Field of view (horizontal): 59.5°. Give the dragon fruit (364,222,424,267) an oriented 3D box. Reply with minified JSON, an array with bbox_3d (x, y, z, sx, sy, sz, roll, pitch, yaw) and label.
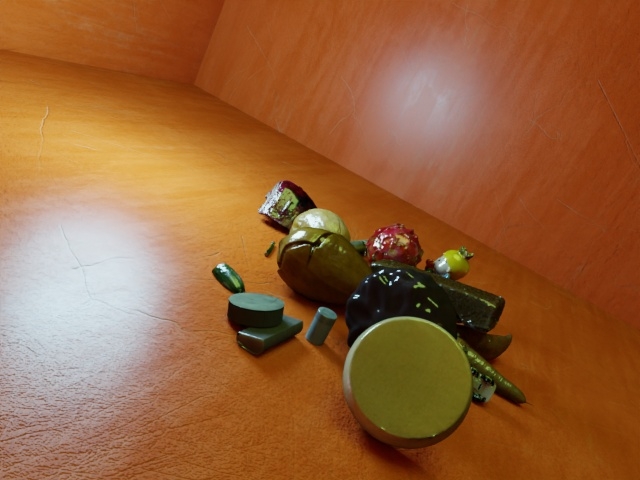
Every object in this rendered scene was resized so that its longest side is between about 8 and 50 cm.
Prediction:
[{"bbox_3d":[0.268,0.040,2.067,0.205,0.209,0.268,21,-13,-1],"label":"dragon fruit"}]

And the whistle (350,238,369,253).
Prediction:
[{"bbox_3d":[0.127,0.029,2.129,0.068,0.057,0.326,-16,-5,31],"label":"whistle"}]

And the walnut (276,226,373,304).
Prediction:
[{"bbox_3d":[0.030,0.086,1.620,0.337,0.208,0.209,30,17,-13],"label":"walnut"}]

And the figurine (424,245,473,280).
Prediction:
[{"bbox_3d":[0.438,0.105,2.050,0.127,0.234,0.185,0,31,-46],"label":"figurine"}]

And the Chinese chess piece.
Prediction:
[{"bbox_3d":[0.181,0.291,1.161,0.273,0.273,0.102,31,-21,14],"label":"Chinese chess piece"}]

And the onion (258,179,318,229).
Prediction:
[{"bbox_3d":[-0.082,-0.125,2.140,0.280,0.146,0.314,27,13,-10],"label":"onion"}]

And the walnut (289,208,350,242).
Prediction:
[{"bbox_3d":[0.000,0.000,1.807,0.196,0.195,0.221,15,21,-32],"label":"walnut"}]

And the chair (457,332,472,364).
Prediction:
[{"bbox_3d":[0.299,0.294,1.533,0.222,0.095,0.104,10,-19,-28],"label":"chair"}]

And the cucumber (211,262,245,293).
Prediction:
[{"bbox_3d":[-0.233,0.100,1.478,0.067,0.035,0.107,5,29,-51],"label":"cucumber"}]

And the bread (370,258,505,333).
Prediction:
[{"bbox_3d":[0.349,0.165,1.739,0.417,0.113,0.165,20,8,28],"label":"bread"}]

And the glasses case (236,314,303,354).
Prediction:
[{"bbox_3d":[-0.115,0.214,1.305,0.072,0.042,0.191,22,15,23],"label":"glasses case"}]

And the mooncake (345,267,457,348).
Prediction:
[{"bbox_3d":[0.185,0.205,1.361,0.283,0.282,0.141,38,21,33],"label":"mooncake"}]

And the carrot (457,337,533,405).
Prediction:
[{"bbox_3d":[0.484,0.385,1.609,0.298,0.078,0.078,36,20,16],"label":"carrot"}]

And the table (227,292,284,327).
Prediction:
[{"bbox_3d":[-0.153,0.163,1.328,0.134,0.043,0.133,8,11,-2],"label":"table"}]

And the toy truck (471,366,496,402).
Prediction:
[{"bbox_3d":[0.413,0.384,1.513,0.111,0.076,0.077,30,1,18],"label":"toy truck"}]

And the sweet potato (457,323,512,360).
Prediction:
[{"bbox_3d":[0.468,0.315,1.737,0.355,0.095,0.106,15,66,-25],"label":"sweet potato"}]

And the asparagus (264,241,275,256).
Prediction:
[{"bbox_3d":[-0.162,0.026,1.809,0.018,0.015,0.127,27,18,-2],"label":"asparagus"}]

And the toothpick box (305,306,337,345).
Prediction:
[{"bbox_3d":[0.001,0.214,1.394,0.052,0.083,0.052,24,18,-8],"label":"toothpick box"}]
